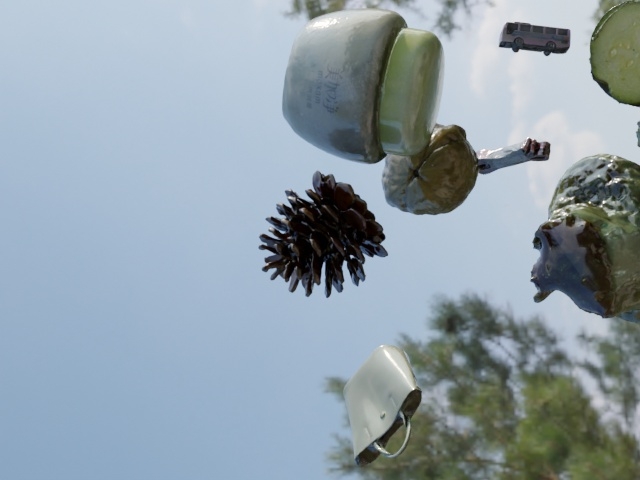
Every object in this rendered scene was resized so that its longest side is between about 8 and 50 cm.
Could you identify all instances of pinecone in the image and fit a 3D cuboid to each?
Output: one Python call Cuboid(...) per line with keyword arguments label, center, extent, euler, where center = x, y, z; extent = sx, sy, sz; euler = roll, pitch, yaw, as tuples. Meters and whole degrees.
Cuboid(label="pinecone", center=(-0.004, 0.002, 1.982), extent=(0.264, 0.264, 0.264), euler=(21, -115, -57))

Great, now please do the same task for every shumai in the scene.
Cuboid(label="shumai", center=(0.599, 0.036, 2.058), extent=(0.323, 0.324, 0.397), euler=(-30, -79, -42))

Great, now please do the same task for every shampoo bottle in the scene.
Cuboid(label="shampoo bottle", center=(0.088, -0.325, 2.028), extent=(0.322, 0.317, 0.322), euler=(13, -90, -72))

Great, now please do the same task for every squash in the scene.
Cuboid(label="squash", center=(0.652, -0.382, 1.936), extent=(0.133, 0.220, 0.220), euler=(-47, -56, -61))

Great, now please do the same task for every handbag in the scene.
Cuboid(label="handbag", center=(0.144, 0.392, 2.258), extent=(0.109, 0.241, 0.315), euler=(31, -162, -13))

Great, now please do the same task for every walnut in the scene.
Cuboid(label="walnut", center=(0.262, -0.171, 2.344), extent=(0.227, 0.283, 0.283), euler=(44, -150, 10))

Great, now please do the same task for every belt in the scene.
Cuboid(label="belt", center=(0.505, -0.228, 2.590), extent=(0.071, 0.232, 0.053), euler=(44, -126, -32))

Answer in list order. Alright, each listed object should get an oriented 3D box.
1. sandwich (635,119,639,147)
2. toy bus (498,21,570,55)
Cuboid(label="sandwich", center=(0.829, -0.221, 2.184), extent=(0.096, 0.258, 0.094), euler=(-32, -52, -13))
Cuboid(label="toy bus", center=(0.401, -0.378, 1.806), extent=(0.037, 0.131, 0.052), euler=(91, -175, -80))
